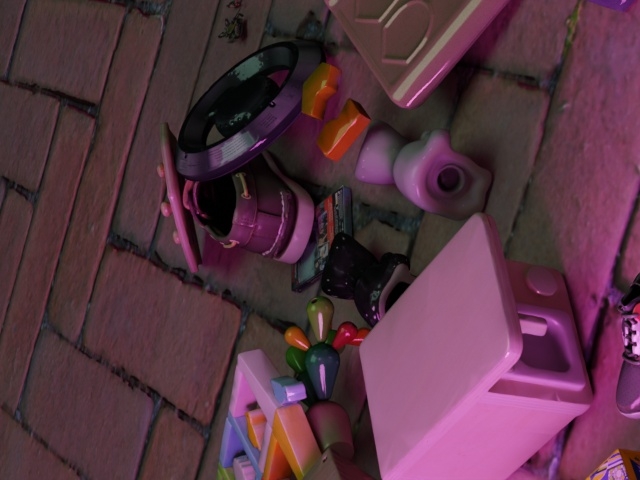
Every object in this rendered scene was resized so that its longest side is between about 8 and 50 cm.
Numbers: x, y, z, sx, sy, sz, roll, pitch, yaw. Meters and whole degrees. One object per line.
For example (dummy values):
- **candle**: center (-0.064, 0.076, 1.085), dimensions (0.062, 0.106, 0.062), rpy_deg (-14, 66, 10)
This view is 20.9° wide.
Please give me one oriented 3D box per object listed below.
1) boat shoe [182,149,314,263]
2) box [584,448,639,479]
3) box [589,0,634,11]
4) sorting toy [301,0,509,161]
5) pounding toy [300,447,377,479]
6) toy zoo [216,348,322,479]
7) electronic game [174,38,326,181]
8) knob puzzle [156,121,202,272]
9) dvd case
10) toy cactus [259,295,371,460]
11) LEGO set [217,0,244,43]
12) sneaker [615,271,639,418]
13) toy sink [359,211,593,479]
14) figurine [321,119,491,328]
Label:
- **boat shoe**: center (-0.109, -0.055, 2.111), dimensions (0.324, 0.096, 0.117), rpy_deg (39, 113, 63)
- **box**: center (0.227, 0.247, 1.454), dimensions (0.169, 0.054, 0.059), rpy_deg (-53, 37, 37)
- **box**: center (0.285, -0.356, 1.600), dimensions (0.183, 0.059, 0.233), rpy_deg (-49, 39, 41)
- **sorting toy**: center (0.085, -0.240, 1.858), dimensions (0.307, 0.041, 0.229), rpy_deg (-50, 43, 18)
- **pounding toy**: center (0.018, 0.338, 1.689), dimensions (0.206, 0.181, 0.094), rpy_deg (-51, 19, 9)
- **toy zoo**: center (-0.051, 0.251, 1.830), dimensions (0.293, 0.030, 0.192), rpy_deg (103, 148, -44)
- **electronic game**: center (-0.086, -0.159, 2.096), dimensions (0.229, 0.048, 0.229), rpy_deg (-33, 27, 19)
- **knob puzzle**: center (-0.186, -0.052, 2.173), dimensions (0.213, 0.030, 0.213), rpy_deg (-11, -90, -90)
- **dvd case**: center (0.000, 0.000, 1.996), dimensions (0.119, 0.013, 0.087), rpy_deg (-36, 48, 48)
- **toy cactus**: center (0.005, 0.172, 1.818), dimensions (0.180, 0.112, 0.219), rpy_deg (-114, 38, -55)
- **LEGO set**: center (-0.111, -0.290, 2.310), dimensions (0.054, 0.023, 0.083), rpy_deg (-20, 48, 54)
- **sneaker**: center (0.268, 0.070, 1.446), dimensions (0.061, 0.064, 0.158), rpy_deg (27, 102, 60)
- **toy sink**: center (0.152, 0.105, 1.568), dimensions (0.234, 0.131, 0.153), rpy_deg (-53, 37, 44)
- **figurine**: center (0.073, -0.020, 1.811), dimensions (0.209, 0.092, 0.215), rpy_deg (26, 100, 64)
